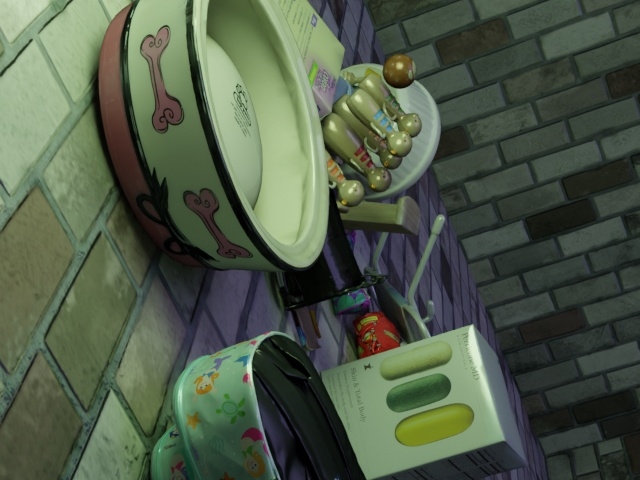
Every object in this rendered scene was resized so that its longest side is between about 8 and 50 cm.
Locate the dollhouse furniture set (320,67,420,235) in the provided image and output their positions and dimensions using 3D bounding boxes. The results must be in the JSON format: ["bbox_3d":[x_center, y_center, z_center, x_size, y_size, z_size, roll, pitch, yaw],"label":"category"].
[{"bbox_3d":[0.066,-0.181,2.021,0.286,0.198,0.304,25,70,-72],"label":"dollhouse furniture set"}]

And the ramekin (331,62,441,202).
[{"bbox_3d":[0.089,-0.222,2.272,0.127,0.272,0.273,32,40,-52],"label":"ramekin"}]

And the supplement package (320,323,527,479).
[{"bbox_3d":[0.169,0.288,1.884,0.198,0.262,0.199,47,28,-61],"label":"supplement package"}]

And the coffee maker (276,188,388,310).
[{"bbox_3d":[0.000,0.000,1.790,0.120,0.171,0.178,-27,99,-78],"label":"coffee maker"}]

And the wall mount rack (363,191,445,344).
[{"bbox_3d":[0.182,0.076,2.244,0.350,0.130,0.304,-135,-157,-64],"label":"wall mount rack"}]

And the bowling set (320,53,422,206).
[{"bbox_3d":[0.101,-0.175,1.820,0.154,0.200,0.287,46,31,-8],"label":"bowling set"}]

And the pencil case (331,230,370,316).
[{"bbox_3d":[0.046,0.062,2.108,0.064,0.070,0.152,41,32,-64],"label":"pencil case"}]

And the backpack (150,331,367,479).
[{"bbox_3d":[-0.062,0.230,1.207,0.225,0.191,0.254,-35,107,-73],"label":"backpack"}]

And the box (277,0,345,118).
[{"bbox_3d":[-0.086,-0.315,1.837,0.243,0.117,0.214,48,28,-25],"label":"box"}]

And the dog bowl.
[{"bbox_3d":[-0.129,-0.146,1.449,0.408,0.150,0.408,-13,90,-72],"label":"dog bowl"}]

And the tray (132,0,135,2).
[{"bbox_3d":[-0.226,-0.312,1.611,0.145,0.030,0.270,30,44,-71],"label":"tray"}]

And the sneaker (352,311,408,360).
[{"bbox_3d":[0.096,0.193,2.116,0.118,0.107,0.279,62,5,-5],"label":"sneaker"}]

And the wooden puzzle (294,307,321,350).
[{"bbox_3d":[-0.023,0.141,1.858,0.116,0.014,0.079,25,43,-72],"label":"wooden puzzle"}]
